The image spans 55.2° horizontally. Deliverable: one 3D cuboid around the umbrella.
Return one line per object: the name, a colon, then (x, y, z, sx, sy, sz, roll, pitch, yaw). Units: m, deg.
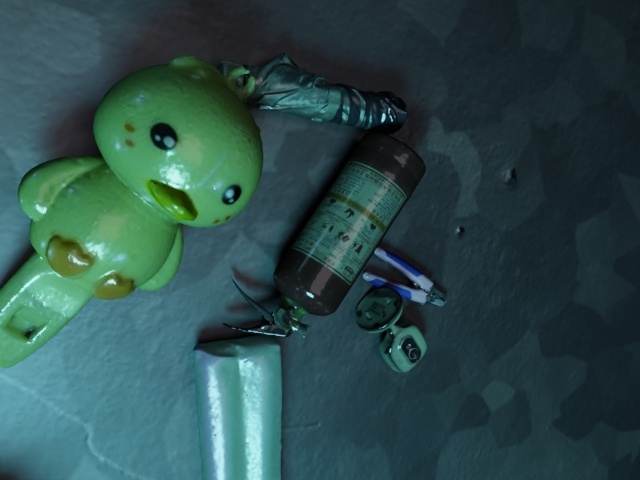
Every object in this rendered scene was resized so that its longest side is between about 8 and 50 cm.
umbrella: (-0.007, -0.135, 0.567, 0.188, 0.046, 0.050, 6, 76, -25)

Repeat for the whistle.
whistle: (-0.146, -0.015, 0.460, 0.141, 0.141, 0.294, 39, 80, -26)

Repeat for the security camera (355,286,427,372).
security camera: (0.081, 0.098, 0.641, 0.058, 0.058, 0.092, -49, 123, -13)

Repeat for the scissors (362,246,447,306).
scissors: (0.095, 0.046, 0.658, 0.113, 0.012, 0.039, 29, 83, -27)

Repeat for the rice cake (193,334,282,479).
rice cake: (-0.076, 0.201, 0.576, 0.080, 0.042, 0.222, -5, 100, -28)

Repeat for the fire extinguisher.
fire extinguisher: (0.000, 0.000, 0.578, 0.099, 0.071, 0.231, 35, 81, 0)
